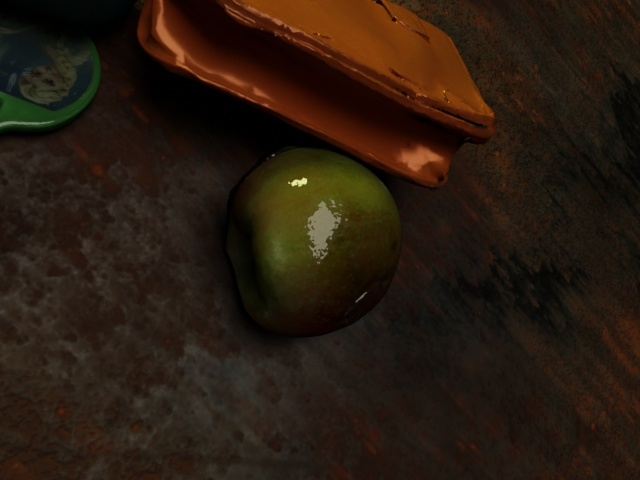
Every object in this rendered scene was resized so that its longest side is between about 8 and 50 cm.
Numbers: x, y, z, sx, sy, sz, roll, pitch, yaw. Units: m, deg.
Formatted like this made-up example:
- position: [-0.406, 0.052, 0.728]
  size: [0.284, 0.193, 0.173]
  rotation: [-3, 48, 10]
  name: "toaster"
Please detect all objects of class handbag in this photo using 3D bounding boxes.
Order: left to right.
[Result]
- position: [0.009, -0.244, 0.693]
  size: [0.410, 0.116, 0.303]
  rotation: [20, 41, -25]
  name: "handbag"

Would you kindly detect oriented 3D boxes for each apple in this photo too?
- position: [0.000, 0.000, 0.631]
  size: [0.188, 0.174, 0.207]
  rotation: [-7, 93, -31]
  name: "apple"

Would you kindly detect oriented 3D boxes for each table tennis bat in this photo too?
- position: [-0.315, -0.146, 0.559]
  size: [0.160, 0.039, 0.257]
  rotation: [24, 59, -21]
  name: "table tennis bat"

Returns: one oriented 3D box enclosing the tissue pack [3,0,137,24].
- position: [-0.293, -0.332, 0.533]
  size: [0.287, 0.198, 0.206]
  rotation: [20, 57, -20]
  name: "tissue pack"
